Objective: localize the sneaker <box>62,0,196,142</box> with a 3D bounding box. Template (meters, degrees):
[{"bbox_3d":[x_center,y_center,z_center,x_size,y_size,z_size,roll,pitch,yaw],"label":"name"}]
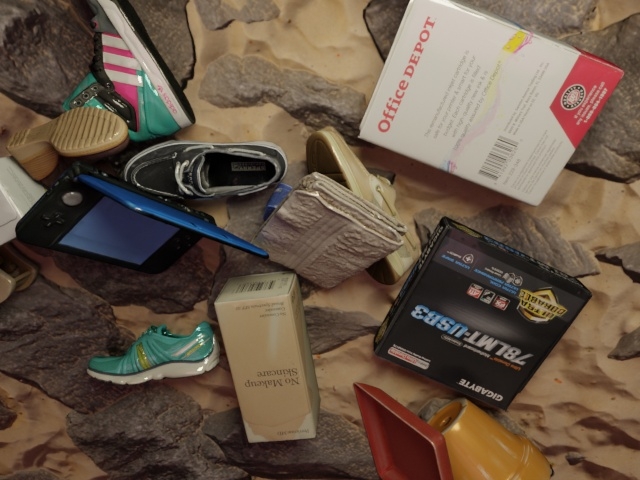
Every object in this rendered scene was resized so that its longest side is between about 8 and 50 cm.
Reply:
[{"bbox_3d":[-0.359,-0.287,0.813,0.178,0.124,0.295,-28,106,4],"label":"sneaker"}]

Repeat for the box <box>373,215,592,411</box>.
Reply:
[{"bbox_3d":[0.294,0.146,0.934,0.295,0.073,0.293,25,108,-4],"label":"box"}]

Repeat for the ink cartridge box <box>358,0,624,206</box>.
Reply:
[{"bbox_3d":[0.242,-0.220,0.755,0.306,0.131,0.226,23,122,-1],"label":"ink cartridge box"}]

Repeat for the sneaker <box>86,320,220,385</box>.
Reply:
[{"bbox_3d":[-0.342,0.229,1.015,0.275,0.107,0.110,-10,89,3],"label":"sneaker"}]

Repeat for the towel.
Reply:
[{"bbox_3d":[0.000,0.000,0.831,0.187,0.049,0.282,30,149,-11],"label":"towel"}]

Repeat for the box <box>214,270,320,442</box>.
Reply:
[{"bbox_3d":[-0.095,0.228,0.965,0.148,0.121,0.311,-8,108,7],"label":"box"}]

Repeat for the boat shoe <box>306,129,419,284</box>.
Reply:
[{"bbox_3d":[0.079,-0.067,0.868,0.098,0.109,0.302,-39,106,-26],"label":"boat shoe"}]

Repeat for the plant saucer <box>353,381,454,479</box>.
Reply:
[{"bbox_3d":[0.177,0.427,0.972,0.048,0.259,0.258,-23,109,-24],"label":"plant saucer"}]

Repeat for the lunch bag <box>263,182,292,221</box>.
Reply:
[{"bbox_3d":[-0.047,-0.055,0.887,0.098,0.065,0.067,25,149,-6],"label":"lunch bag"}]

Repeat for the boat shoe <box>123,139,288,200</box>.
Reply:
[{"bbox_3d":[-0.211,-0.118,0.864,0.301,0.102,0.108,-1,109,5],"label":"boat shoe"}]

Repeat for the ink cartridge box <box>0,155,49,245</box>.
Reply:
[{"bbox_3d":[-0.539,-0.073,0.867,0.128,0.176,0.127,-24,106,12],"label":"ink cartridge box"}]

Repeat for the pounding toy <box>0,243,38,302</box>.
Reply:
[{"bbox_3d":[-0.662,0.054,0.933,0.154,0.155,0.269,-4,109,11],"label":"pounding toy"}]

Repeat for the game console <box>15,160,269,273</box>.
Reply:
[{"bbox_3d":[-0.280,0.007,0.798,0.250,0.293,0.173,-39,58,17],"label":"game console"}]

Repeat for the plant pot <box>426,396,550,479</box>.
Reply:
[{"bbox_3d":[0.305,0.426,0.975,0.205,0.205,0.188,-43,86,17],"label":"plant pot"}]

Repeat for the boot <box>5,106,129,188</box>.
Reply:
[{"bbox_3d":[-0.365,-0.119,0.826,0.248,0.090,0.207,-2,151,25],"label":"boot"}]
